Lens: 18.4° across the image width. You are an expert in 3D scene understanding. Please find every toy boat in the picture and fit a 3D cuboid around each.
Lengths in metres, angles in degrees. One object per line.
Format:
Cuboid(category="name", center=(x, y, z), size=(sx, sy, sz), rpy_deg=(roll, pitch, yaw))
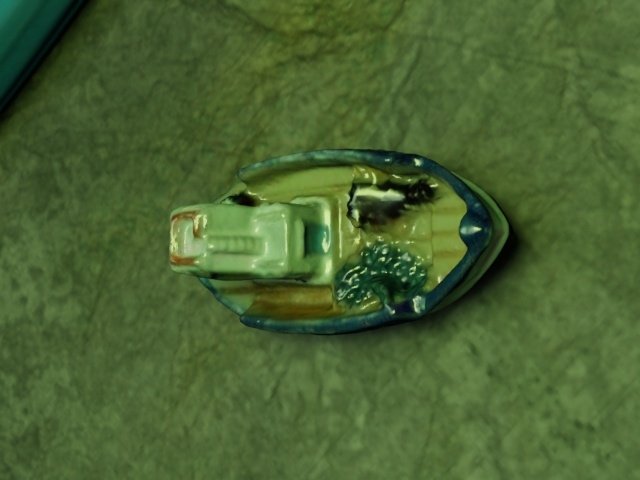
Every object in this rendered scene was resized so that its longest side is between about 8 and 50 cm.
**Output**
Cuboid(category="toy boat", center=(0.000, 0.000, 1.190), size=(0.262, 0.115, 0.114), rpy_deg=(-4, 86, 34))

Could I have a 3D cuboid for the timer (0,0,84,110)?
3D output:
Cuboid(category="timer", center=(-0.307, -0.219, 1.411), size=(0.340, 0.115, 0.309), rpy_deg=(-49, 64, 22))
